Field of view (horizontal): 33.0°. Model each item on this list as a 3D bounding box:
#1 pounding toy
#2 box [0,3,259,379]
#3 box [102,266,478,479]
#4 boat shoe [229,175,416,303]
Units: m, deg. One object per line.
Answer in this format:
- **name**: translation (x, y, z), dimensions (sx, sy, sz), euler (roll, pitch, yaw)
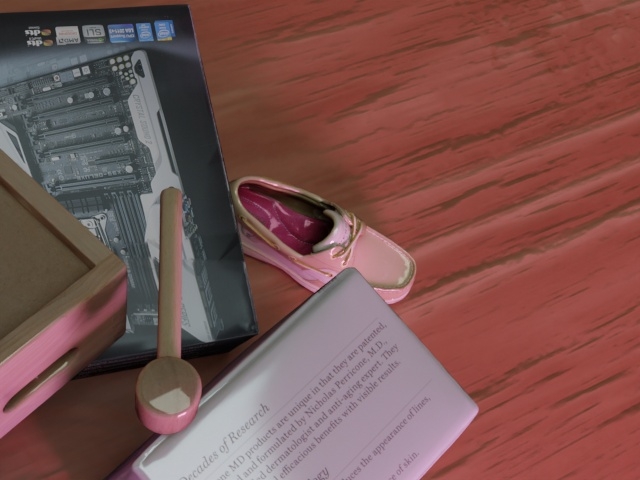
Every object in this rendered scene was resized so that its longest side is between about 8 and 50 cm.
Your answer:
- **pounding toy**: translation (-0.149, 0.043, 0.595), dimensions (0.206, 0.094, 0.181), euler (41, 61, 14)
- **box**: translation (-0.215, -0.024, 0.706), dimensions (0.307, 0.076, 0.242), euler (-7, 77, -24)
- **box**: translation (-0.030, 0.133, 0.672), dimensions (0.182, 0.181, 0.119), euler (-41, 89, -27)
- **boat shoe**: translation (0.000, 0.000, 0.796), dimensions (0.170, 0.059, 0.063), euler (20, 67, -15)
